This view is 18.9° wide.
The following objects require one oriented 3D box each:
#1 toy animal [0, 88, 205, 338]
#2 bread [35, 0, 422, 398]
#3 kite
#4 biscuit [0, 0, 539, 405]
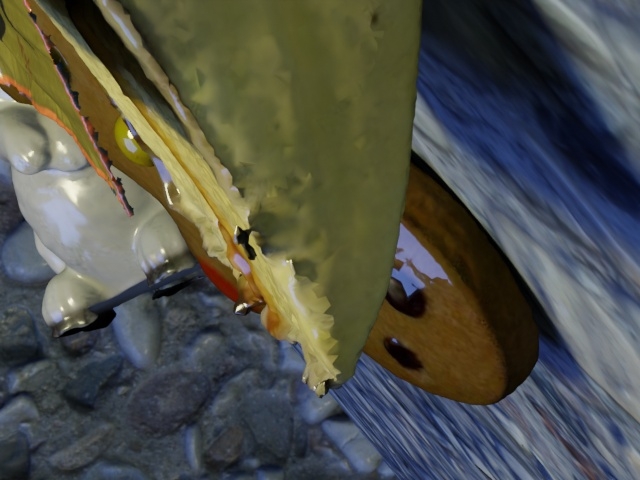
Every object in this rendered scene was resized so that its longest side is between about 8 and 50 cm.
[{"bbox_3d":[-0.191,-0.114,1.576,0.357,0.194,0.258,65,-157,4],"label":"toy animal"},{"bbox_3d":[-0.062,-0.050,0.647,0.240,0.135,0.178,-144,54,-67],"label":"bread"},{"bbox_3d":[-0.150,-0.167,0.595,0.377,0.013,0.327,58,169,24],"label":"kite"},{"bbox_3d":[-0.067,-0.055,1.005,0.432,0.064,0.283,41,157,19],"label":"biscuit"}]
